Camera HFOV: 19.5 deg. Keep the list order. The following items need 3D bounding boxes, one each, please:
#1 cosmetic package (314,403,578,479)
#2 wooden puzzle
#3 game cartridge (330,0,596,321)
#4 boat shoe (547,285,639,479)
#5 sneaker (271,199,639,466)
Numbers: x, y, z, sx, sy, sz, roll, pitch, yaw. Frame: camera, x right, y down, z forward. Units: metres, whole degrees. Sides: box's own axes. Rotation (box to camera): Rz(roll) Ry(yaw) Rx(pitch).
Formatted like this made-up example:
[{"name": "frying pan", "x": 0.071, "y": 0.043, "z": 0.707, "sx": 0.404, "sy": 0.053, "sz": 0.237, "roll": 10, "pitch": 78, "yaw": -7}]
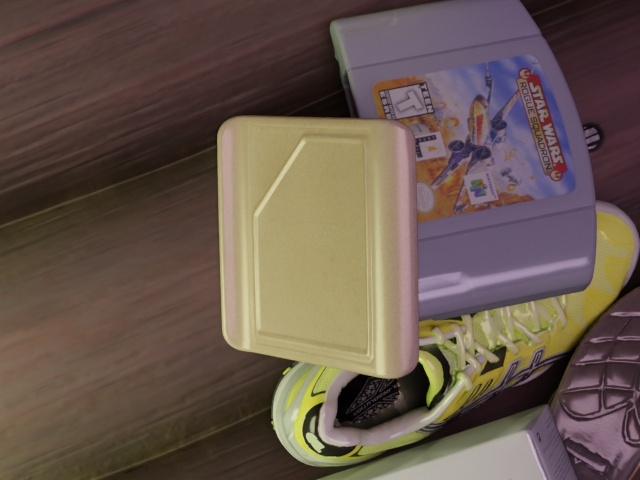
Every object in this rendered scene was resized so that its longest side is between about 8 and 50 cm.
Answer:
[{"name": "cosmetic package", "x": 0.077, "y": 0.340, "z": 1.665, "sx": 0.377, "sy": 0.097, "sz": 0.284, "roll": -20, "pitch": 93, "yaw": 20}, {"name": "wooden puzzle", "x": 0.000, "y": 0.000, "z": 1.657, "sx": 0.044, "sy": 0.239, "sz": 0.221, "roll": -7, "pitch": 98, "yaw": -42}, {"name": "game cartridge", "x": 0.136, "y": -0.083, "z": 1.674, "sx": 0.198, "sy": 0.062, "sz": 0.297, "roll": -13, "pitch": 69, "yaw": -4}, {"name": "boat shoe", "x": 0.260, "y": 0.172, "z": 1.752, "sx": 0.123, "sy": 0.116, "sz": 0.324, "roll": 37, "pitch": 80, "yaw": 5}, {"name": "sneaker", "x": 0.138, "y": 0.097, "z": 1.708, "sx": 0.385, "sy": 0.147, "sz": 0.145, "roll": -35, "pitch": 98, "yaw": -5}]
